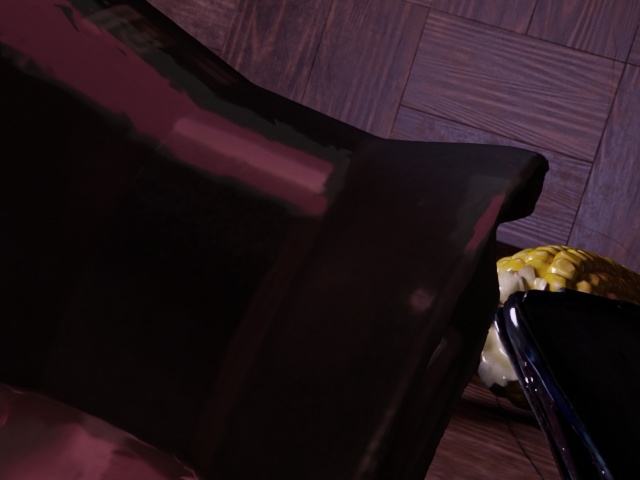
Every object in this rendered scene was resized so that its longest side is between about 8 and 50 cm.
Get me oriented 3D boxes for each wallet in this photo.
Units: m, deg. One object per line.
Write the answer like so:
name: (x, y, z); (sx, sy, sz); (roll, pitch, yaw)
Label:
wallet: (0.214, 0.112, 0.878); (0.318, 0.045, 0.172); (7, 51, -58)

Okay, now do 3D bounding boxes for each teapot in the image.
teapot: (-0.122, 0.003, 0.464); (0.344, 0.253, 0.300); (23, 40, 13)

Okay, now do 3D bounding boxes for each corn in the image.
corn: (0.231, 0.077, 1.157); (0.144, 0.144, 0.387); (20, 7, 26)
